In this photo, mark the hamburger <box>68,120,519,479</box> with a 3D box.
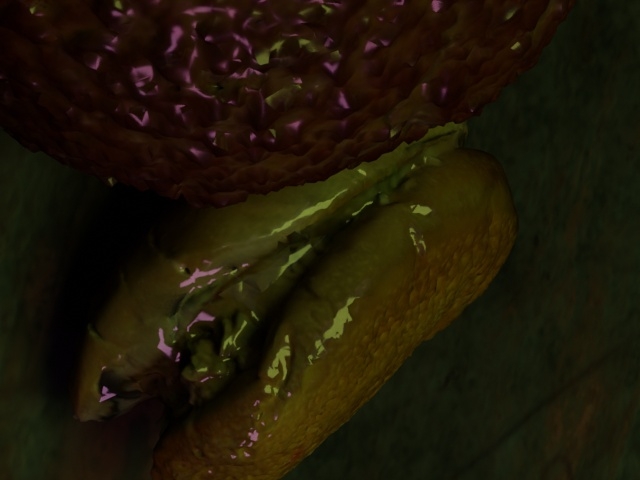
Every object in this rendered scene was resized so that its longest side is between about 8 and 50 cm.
[{"bbox_3d":[0.000,0.000,0.928,0.283,0.144,0.156,-40,164,-30],"label":"hamburger"}]

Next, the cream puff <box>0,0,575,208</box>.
[{"bbox_3d":[-0.034,-0.135,0.755,0.350,0.350,0.228,16,63,-44],"label":"cream puff"}]
